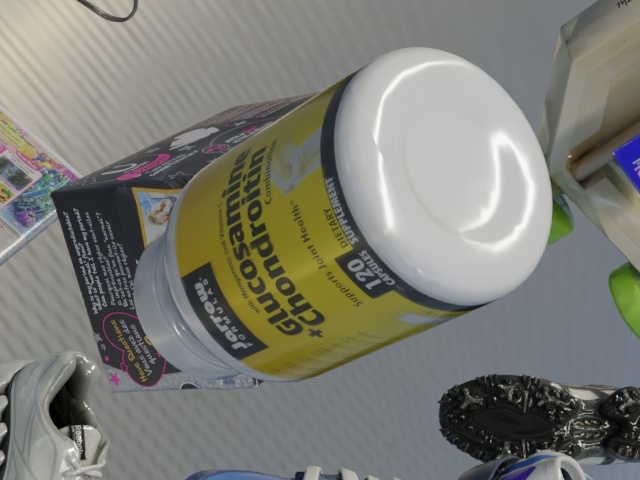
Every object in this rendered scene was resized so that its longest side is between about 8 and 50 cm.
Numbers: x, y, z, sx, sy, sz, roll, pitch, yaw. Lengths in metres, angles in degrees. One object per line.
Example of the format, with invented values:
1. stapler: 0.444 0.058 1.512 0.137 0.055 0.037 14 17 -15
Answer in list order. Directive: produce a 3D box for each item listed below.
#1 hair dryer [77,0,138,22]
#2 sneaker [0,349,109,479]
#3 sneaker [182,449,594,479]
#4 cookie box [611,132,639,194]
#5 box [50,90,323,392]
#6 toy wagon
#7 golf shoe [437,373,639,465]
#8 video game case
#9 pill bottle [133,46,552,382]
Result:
1. hair dryer: -0.194 -0.340 1.745 0.293 0.223 0.080 66 9 -50
2. sneaker: -0.257 0.239 1.570 0.110 0.118 0.292 24 51 -50
3. sneaker: 0.072 0.191 1.140 0.323 0.236 0.130 27 39 -7
4. cookie box: 0.210 -0.059 0.872 0.040 0.092 0.107 58 22 4
5. box: -0.057 -0.004 1.240 0.247 0.142 0.163 -33 112 -52
6. toy wagon: 0.282 -0.037 0.987 0.344 0.267 0.068 41 28 -33
7. golf shoe: 0.191 0.147 1.300 0.094 0.198 0.077 61 33 -79
8. video game case: -0.293 -0.057 1.384 0.157 0.019 0.143 41 47 5
9. pill bottle: 0.000 0.000 0.684 0.103 0.184 0.103 15 63 -32
